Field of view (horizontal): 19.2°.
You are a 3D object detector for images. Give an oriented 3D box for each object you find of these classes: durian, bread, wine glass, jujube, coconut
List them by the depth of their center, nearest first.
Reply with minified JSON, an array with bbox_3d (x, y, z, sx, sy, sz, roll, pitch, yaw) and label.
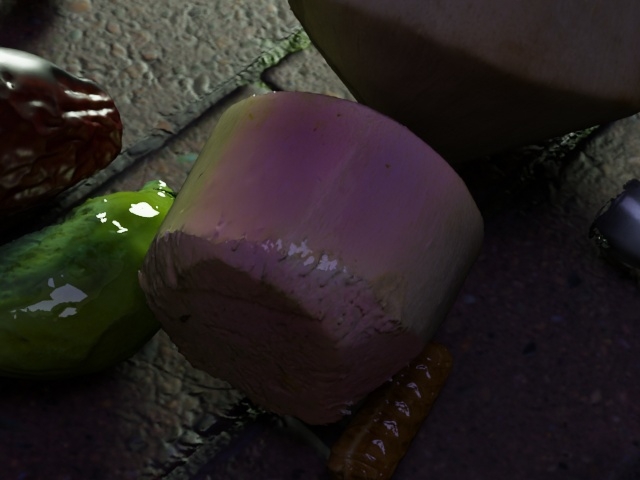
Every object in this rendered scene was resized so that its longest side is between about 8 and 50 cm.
[{"bbox_3d":[0.000,0.000,1.476,0.233,0.233,0.245,25,52,9],"label":"coconut"},{"bbox_3d":[-0.187,0.030,1.490,0.250,0.101,0.139,-32,63,-31],"label":"durian"},{"bbox_3d":[0.056,0.136,1.492,0.052,0.044,0.157,22,50,15],"label":"bread"},{"bbox_3d":[-0.275,-0.089,1.540,0.236,0.168,0.168,-9,52,-39],"label":"jujube"},{"bbox_3d":[0.131,-0.249,1.611,0.415,0.415,0.344,-13,23,-21],"label":"coconut"},{"bbox_3d":[0.308,0.020,1.620,0.155,0.072,0.072,41,55,19],"label":"wine glass"}]
